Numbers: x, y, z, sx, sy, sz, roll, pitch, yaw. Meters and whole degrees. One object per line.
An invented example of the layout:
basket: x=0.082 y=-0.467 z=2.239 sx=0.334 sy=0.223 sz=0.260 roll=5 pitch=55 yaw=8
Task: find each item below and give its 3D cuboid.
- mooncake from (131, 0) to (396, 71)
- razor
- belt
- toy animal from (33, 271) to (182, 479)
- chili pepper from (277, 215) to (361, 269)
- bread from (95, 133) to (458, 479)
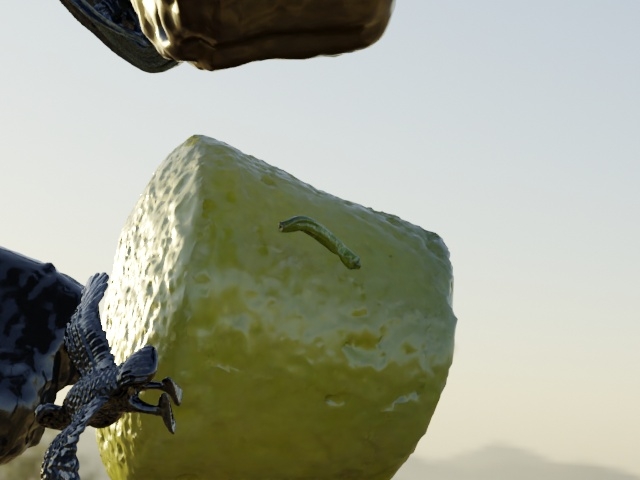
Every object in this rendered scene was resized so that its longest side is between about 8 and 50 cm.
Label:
mooncake: x=-0.066 y=-0.285 z=1.412 sx=0.187 sy=0.324 sz=0.324 roll=-14 pitch=-2 yaw=-10
razor: x=-0.351 y=0.061 z=1.480 sx=0.327 sy=0.189 sz=0.107 roll=16 pitch=-45 yaw=10
belt: x=-0.231 y=-0.288 z=2.210 sx=0.218 sy=0.122 sz=0.128 roll=40 pitch=39 yaw=7
toy animal: x=-0.148 y=0.106 z=1.253 sx=0.108 sy=0.220 sz=0.062 roll=-9 pitch=-40 yaw=20
chili pepper: x=0.001 y=-0.001 z=1.558 sx=0.083 sy=0.030 sz=0.017 roll=33 pitch=-60 yaw=-19
bread: x=-0.051 y=0.094 z=1.771 sx=0.308 sy=0.348 sz=0.348 roll=16 pitch=-9 yaw=-18
